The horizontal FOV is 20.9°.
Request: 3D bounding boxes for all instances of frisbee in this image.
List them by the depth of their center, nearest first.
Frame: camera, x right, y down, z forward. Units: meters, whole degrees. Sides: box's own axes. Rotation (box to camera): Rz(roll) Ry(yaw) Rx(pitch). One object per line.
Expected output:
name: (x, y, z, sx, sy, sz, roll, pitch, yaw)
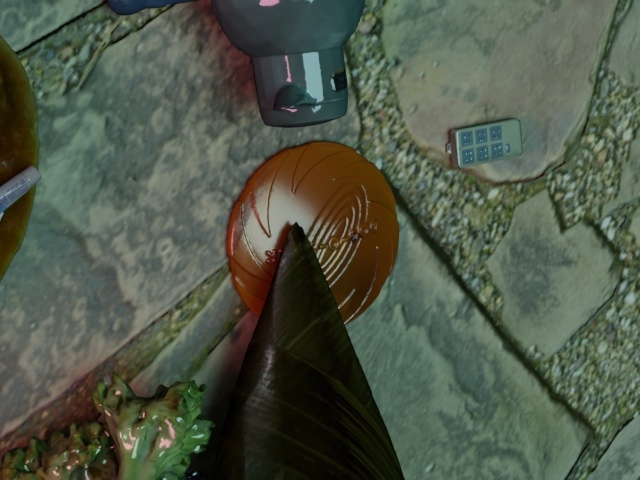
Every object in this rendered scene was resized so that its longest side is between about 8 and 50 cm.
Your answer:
frisbee: (0.000, 0.000, 1.677, 0.192, 0.035, 0.192, -6, 102, -29)

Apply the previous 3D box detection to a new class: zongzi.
zongzi: (-0.019, 0.233, 1.511, 0.208, 0.403, 0.432, -3, 103, 4)

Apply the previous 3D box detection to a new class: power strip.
power strip: (0.169, -0.100, 1.769, 0.090, 0.016, 0.040, -12, 105, -28)

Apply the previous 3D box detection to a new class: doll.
doll: (-0.136, -0.228, 1.558, 0.125, 0.027, 0.037, -16, 108, -31)

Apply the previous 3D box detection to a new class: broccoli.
broccoli: (-0.229, 0.306, 1.405, 0.275, 0.397, 0.353, 5, 102, -7)

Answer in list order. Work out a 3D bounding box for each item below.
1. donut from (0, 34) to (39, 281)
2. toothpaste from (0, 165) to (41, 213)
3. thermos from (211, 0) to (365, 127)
donut: (-0.389, -0.056, 1.373, 0.330, 0.160, 0.330, -10, 104, -41)
toothpaste: (-0.259, -0.031, 1.387, 0.083, 0.015, 0.024, -43, 130, -24)
thermos: (-0.029, -0.246, 1.548, 0.145, 0.182, 0.286, -5, 100, 13)
